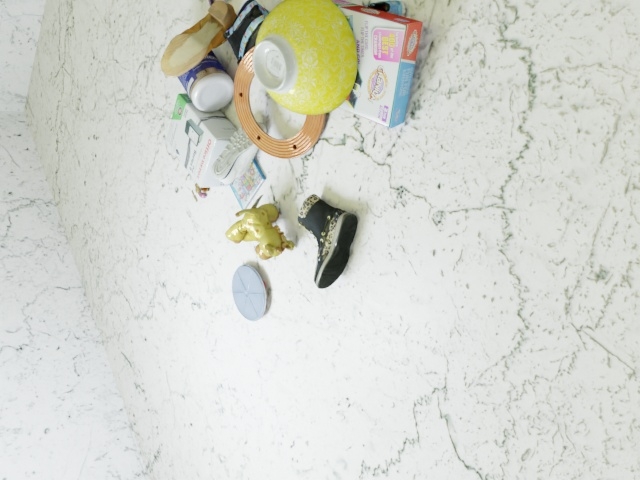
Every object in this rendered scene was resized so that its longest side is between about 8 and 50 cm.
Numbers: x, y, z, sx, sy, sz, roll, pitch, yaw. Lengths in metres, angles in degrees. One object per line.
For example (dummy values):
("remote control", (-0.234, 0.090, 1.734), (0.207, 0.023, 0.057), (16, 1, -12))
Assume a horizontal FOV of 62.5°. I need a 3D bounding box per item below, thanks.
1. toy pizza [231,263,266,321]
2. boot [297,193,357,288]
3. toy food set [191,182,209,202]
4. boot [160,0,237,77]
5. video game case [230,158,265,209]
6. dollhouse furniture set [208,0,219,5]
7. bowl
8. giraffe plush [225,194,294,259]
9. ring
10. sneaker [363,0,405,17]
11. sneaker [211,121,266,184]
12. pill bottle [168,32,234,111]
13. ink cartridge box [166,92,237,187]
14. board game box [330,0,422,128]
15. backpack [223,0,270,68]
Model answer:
("toy pizza", (-0.244, 0.181, 1.839), (0.201, 0.032, 0.201), (12, 106, 46))
("boot", (0.002, -0.001, 1.504), (0.178, 0.085, 0.237), (36, 115, 40))
("toy food set", (-0.444, -0.202, 2.004), (0.122, 0.019, 0.078), (-41, 67, 35))
("boot", (-0.371, -0.624, 1.674), (0.104, 0.211, 0.295), (43, 97, -8))
("video game case", (-0.251, -0.200, 1.794), (0.166, 0.015, 0.119), (-49, 62, 40))
("dollhouse furniture set", (-0.316, -0.779, 1.773), (0.081, 0.091, 0.114), (-7, 120, 9))
("bowl", (-0.069, -0.431, 1.270), (0.289, 0.156, 0.290), (24, 128, 34))
("giraffe plush", (-0.169, -0.017, 1.634), (0.170, 0.181, 0.210), (53, 149, 12))
("ring", (-0.121, -0.407, 1.548), (0.336, 0.032, 0.337), (16, 119, 31))
("sneaker", (0.125, -0.555, 1.281), (0.162, 0.073, 0.064), (7, 102, 47))
("sneaker", (-0.253, -0.283, 1.718), (0.235, 0.094, 0.090), (-46, 57, 10))
("pill bottle", (-0.415, -0.580, 1.806), (0.265, 0.153, 0.153), (56, 132, 25))
("ink cartridge box", (-0.413, -0.354, 1.864), (0.289, 0.121, 0.211), (49, 129, 30))
("board game box", (0.078, -0.440, 1.285), (0.316, 0.064, 0.242), (30, 131, 30))
("backpack", (-0.193, -0.622, 1.584), (0.173, 0.116, 0.158), (-45, 64, 42))
